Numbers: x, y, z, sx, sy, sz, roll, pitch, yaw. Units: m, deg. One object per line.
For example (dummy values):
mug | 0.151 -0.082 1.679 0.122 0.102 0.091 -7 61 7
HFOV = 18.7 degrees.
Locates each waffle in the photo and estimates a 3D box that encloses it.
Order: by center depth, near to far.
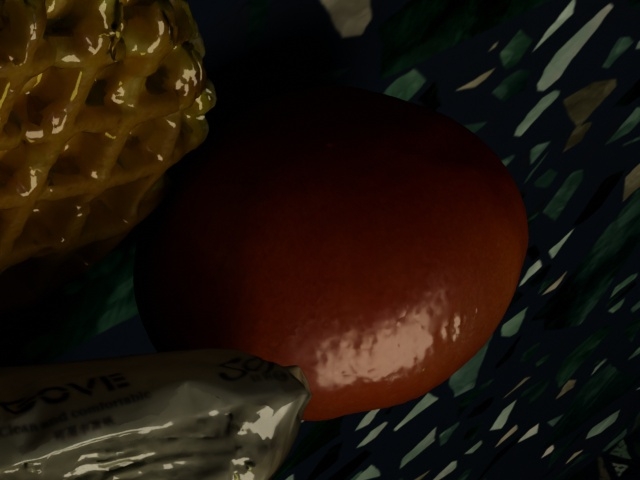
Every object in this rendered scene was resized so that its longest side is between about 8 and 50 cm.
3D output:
waffle | -0.185 -0.030 1.055 0.302 0.068 0.325 -40 158 -7

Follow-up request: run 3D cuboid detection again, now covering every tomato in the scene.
tomato | -0.002 -0.001 1.243 0.260 0.260 0.180 -26 115 -36

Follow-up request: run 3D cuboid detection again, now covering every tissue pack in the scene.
tissue pack | -0.221 0.188 1.138 0.376 0.195 0.390 -12 164 -29
